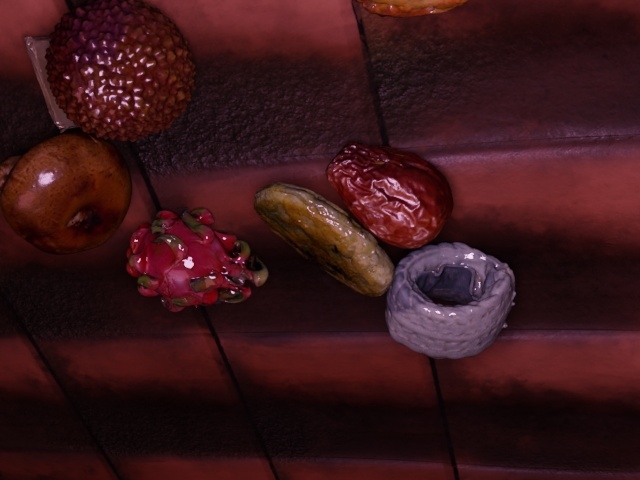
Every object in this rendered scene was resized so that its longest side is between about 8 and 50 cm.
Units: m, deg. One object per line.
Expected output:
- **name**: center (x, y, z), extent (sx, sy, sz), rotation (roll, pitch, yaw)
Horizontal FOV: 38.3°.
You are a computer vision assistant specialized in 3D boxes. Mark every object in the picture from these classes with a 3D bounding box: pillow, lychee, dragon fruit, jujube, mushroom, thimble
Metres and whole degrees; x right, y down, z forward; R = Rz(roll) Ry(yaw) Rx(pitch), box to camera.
- **pillow**: center (-0.458, -0.288, 1.682), extent (0.119, 0.053, 0.208), rotation (1, 134, 7)
- **lychee**: center (-0.336, -0.273, 1.520), extent (0.272, 0.271, 0.271), rotation (8, 135, 8)
- **dragon fruit**: center (-0.256, 0.046, 1.868), extent (0.273, 0.218, 0.198), rotation (25, 176, -12)
- **jujube**: center (0.123, -0.088, 1.657), extent (0.236, 0.168, 0.168), rotation (32, 133, -5)
- **mushroom**: center (-0.500, -0.109, 1.777), extent (0.254, 0.267, 0.267), rotation (51, 130, 3)
- **thimble**: center (0.251, 0.121, 1.785), extent (0.250, 0.204, 0.171), rotation (-5, 136, -8)

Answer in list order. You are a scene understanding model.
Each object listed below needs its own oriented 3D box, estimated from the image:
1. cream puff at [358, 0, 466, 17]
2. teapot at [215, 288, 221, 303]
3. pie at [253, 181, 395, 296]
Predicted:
- **cream puff**: center (0.129, -0.466, 1.233), extent (0.351, 0.228, 0.350), rotation (-9, 144, -7)
- **teapot**: center (-0.222, 0.096, 1.973), extent (0.049, 0.083, 0.063), rotation (32, 140, -19)
- **pie**: center (0.000, 0.000, 1.739), extent (0.323, 0.070, 0.323), rotation (31, 164, 10)
